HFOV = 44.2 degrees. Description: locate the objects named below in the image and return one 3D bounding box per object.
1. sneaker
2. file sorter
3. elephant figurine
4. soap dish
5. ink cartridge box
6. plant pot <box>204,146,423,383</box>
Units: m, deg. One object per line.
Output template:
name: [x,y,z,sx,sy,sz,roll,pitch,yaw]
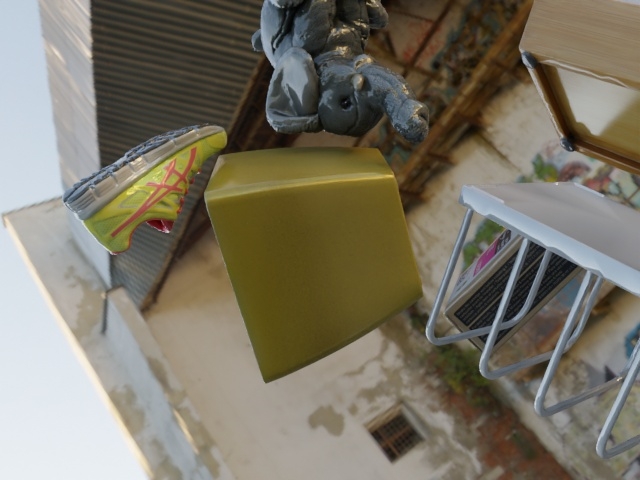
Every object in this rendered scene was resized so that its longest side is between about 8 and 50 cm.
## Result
sneaker: [-0.176,-0.059,0.862,0.208,0.094,0.081,-39,22,-34]
file sorter: [0.267,0.076,0.716,0.193,0.278,0.173,-6,-61,-42]
elephant figurine: [0.013,-0.182,0.894,0.170,0.239,0.186,-12,-13,1]
soap dish: [0.383,-0.171,0.931,0.118,0.291,0.229,-46,-50,-7]
ink cartridge box: [0.273,0.037,1.086,0.193,0.088,0.235,-47,-4,17]
plant pot: [0.000,0.000,0.874,0.187,0.212,0.212,-15,17,3]
